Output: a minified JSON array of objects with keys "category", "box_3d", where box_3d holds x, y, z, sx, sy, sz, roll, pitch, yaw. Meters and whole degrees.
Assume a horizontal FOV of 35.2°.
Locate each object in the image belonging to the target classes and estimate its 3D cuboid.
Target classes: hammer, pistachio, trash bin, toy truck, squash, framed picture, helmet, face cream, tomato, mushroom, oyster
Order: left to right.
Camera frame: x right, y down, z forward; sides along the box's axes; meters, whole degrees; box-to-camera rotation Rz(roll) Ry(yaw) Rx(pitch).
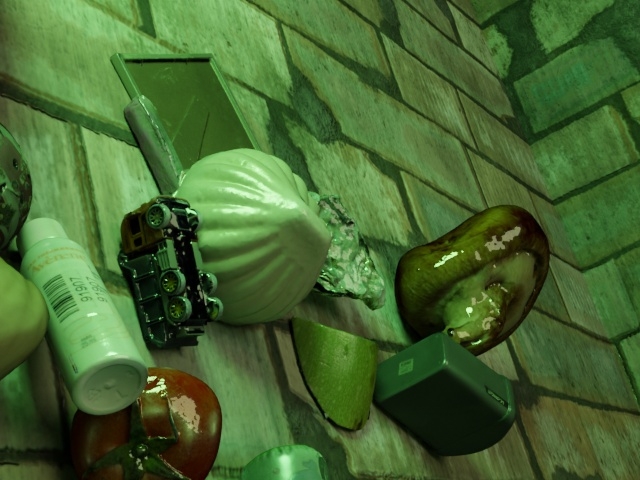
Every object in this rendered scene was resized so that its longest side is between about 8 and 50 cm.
[{"category":"pistachio","box_3d":[-0.345,0.087,0.947,0.223,0.126,0.152,-25,123,-66]},{"category":"helmet","box_3d":[-0.371,-0.074,1.081,0.177,0.107,0.153,43,28,-32]},{"category":"face cream","box_3d":[-0.264,0.068,1.073,0.082,0.082,0.269,32,14,-46]},{"category":"tomato","box_3d":[-0.184,0.211,1.094,0.167,0.167,0.167,43,31,-34]},{"category":"toy truck","box_3d":[-0.197,0.043,1.305,0.083,0.092,0.192,6,67,-59]},{"category":"framed picture","box_3d":[-0.204,-0.208,1.628,0.213,0.016,0.289,62,25,2]},{"category":"oyster","box_3d":[0.000,0.000,1.672,0.268,0.112,0.198,30,41,-37]},{"category":"hammer","box_3d":[0.019,0.409,1.320,0.335,0.119,0.206,44,30,-45]},{"category":"squash","box_3d":[0.052,0.202,1.603,0.192,0.085,0.184,21,46,-52]},{"category":"trash bin","box_3d":[0.222,0.272,1.741,0.236,0.177,0.101,40,33,-31]},{"category":"mushroom","box_3d":[0.308,0.107,1.942,0.345,0.345,0.259,31,14,-46]}]

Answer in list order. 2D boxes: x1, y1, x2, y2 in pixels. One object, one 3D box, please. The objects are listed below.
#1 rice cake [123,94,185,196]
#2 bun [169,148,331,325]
[{"category":"rice cake","box_3d":[-0.227,-0.113,1.458,0.206,0.047,0.036,66,18,6]},{"category":"bun","box_3d":[-0.068,-0.012,1.424,0.263,0.175,0.263,14,73,-52]}]
